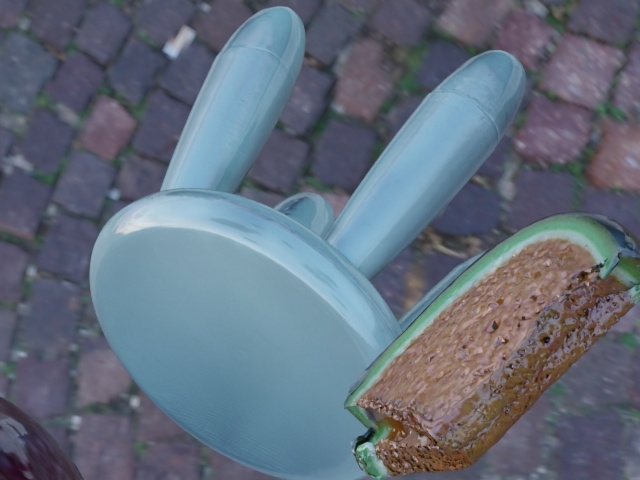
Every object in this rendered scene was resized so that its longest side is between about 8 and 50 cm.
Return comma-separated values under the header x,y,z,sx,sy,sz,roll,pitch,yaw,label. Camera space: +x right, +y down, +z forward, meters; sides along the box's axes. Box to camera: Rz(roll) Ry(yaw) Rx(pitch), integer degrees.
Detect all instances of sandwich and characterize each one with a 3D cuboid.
x,y,z,sx,sy,sz,roll,pitch,yaw,label
0.045,0.030,0.507,0.026,0.069,0.101,42,103,-16,sandwich

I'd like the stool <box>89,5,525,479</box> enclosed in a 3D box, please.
x,y,z,sx,sy,sz,roll,pitch,yaw,label
0.000,0.000,1.066,0.195,0.195,0.199,13,47,25,stool

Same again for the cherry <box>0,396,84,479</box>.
x,y,z,sx,sy,sz,roll,pitch,yaw,label
-0.212,0.205,1.067,0.203,0.300,0.230,-19,28,-5,cherry
